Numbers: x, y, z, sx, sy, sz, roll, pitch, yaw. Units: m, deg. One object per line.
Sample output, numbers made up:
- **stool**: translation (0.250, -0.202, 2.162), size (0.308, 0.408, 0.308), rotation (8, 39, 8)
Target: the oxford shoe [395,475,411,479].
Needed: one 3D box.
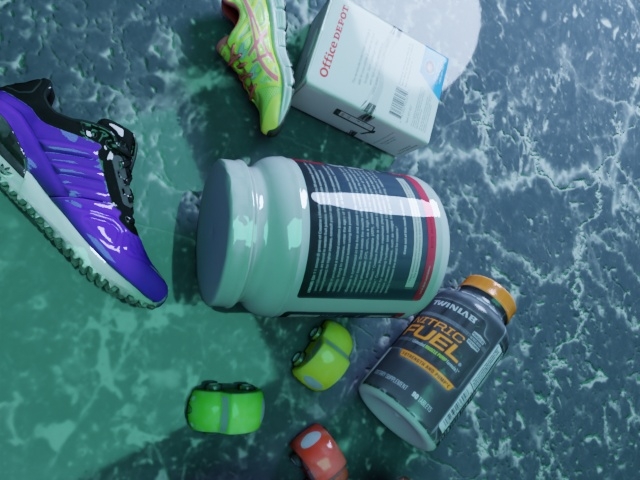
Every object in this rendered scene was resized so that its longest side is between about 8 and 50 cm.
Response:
- **oxford shoe**: translation (0.141, 0.498, 0.718), size (0.147, 0.140, 0.396), rotation (-28, 103, 6)

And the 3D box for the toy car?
- **toy car**: translation (-0.054, 0.220, 0.676), size (0.225, 0.053, 0.238), rotation (6, 81, -24)

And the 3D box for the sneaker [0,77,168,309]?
- **sneaker**: translation (-0.250, -0.059, 0.590), size (0.146, 0.102, 0.293), rotation (-45, 103, -23)

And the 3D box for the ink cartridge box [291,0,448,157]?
- **ink cartridge box**: translation (0.070, -0.233, 0.765), size (0.203, 0.086, 0.148), rotation (22, 75, -20)

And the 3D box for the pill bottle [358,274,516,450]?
- **pill bottle**: translation (0.177, 0.160, 0.748), size (0.246, 0.130, 0.130), rotation (-45, 103, -23)

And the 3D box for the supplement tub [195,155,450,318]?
- **supplement tub**: translation (0.000, 0.000, 0.650), size (0.272, 0.191, 0.191), rotation (5, 82, -25)

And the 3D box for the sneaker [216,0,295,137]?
- **sneaker**: translation (-0.091, -0.236, 0.704), size (0.094, 0.081, 0.208), rotation (-4, 80, -18)
